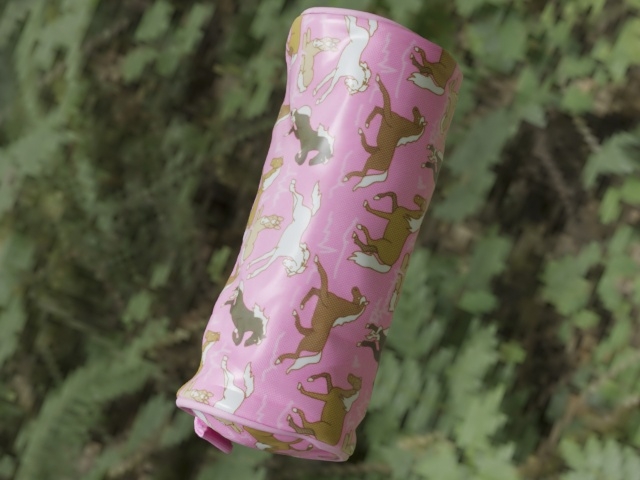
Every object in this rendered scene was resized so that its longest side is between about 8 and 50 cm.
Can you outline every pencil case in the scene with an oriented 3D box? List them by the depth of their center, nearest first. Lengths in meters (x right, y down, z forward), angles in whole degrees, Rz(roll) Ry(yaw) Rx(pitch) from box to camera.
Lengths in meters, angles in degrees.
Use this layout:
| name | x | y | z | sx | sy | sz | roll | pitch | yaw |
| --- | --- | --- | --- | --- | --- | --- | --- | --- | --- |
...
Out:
| name | x | y | z | sx | sy | sz | roll | pitch | yaw |
| --- | --- | --- | --- | --- | --- | --- | --- | --- | --- |
| pencil case | 0.000 | 0.000 | 1.675 | 0.167 | 0.160 | 0.386 | 134 | 153 | -78 |
